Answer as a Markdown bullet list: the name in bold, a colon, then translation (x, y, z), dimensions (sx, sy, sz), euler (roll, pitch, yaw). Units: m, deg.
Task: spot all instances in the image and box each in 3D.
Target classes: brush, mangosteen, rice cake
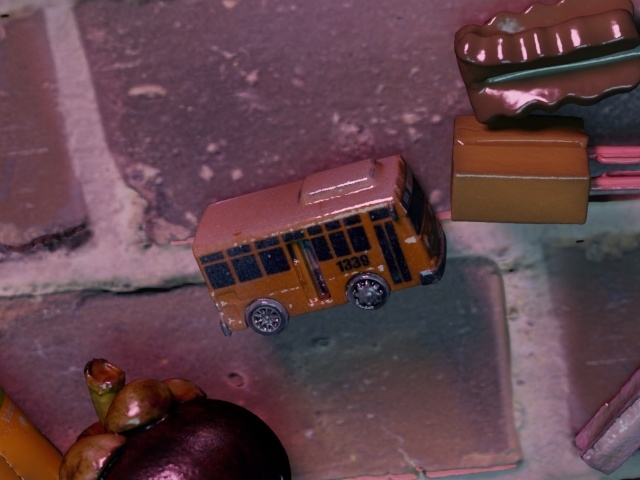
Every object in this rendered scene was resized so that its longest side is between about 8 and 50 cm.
- **brush**: translation (0.251, -0.150, 1.165), dimensions (0.301, 0.071, 0.084), euler (-11, 127, 11)
- **mangosteen**: translation (-0.131, 0.201, 1.320), dimensions (0.230, 0.194, 0.194), euler (47, 113, -1)
- **brush**: translation (0.215, -0.053, 1.198), dimensions (0.233, 0.103, 0.047), euler (1, 120, 4)
- **rice cake**: translation (0.288, 0.115, 1.313), dimensions (0.047, 0.036, 0.206), euler (27, 117, -22)

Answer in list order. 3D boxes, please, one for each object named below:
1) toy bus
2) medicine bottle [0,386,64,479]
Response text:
- **toy bus**: translation (0.000, 0.000, 1.252), dimensions (0.182, 0.091, 0.103), euler (-14, 115, 15)
- **medicine bottle**: translation (-0.307, 0.168, 1.351), dimensions (0.124, 0.124, 0.239), euler (-31, 111, 19)
